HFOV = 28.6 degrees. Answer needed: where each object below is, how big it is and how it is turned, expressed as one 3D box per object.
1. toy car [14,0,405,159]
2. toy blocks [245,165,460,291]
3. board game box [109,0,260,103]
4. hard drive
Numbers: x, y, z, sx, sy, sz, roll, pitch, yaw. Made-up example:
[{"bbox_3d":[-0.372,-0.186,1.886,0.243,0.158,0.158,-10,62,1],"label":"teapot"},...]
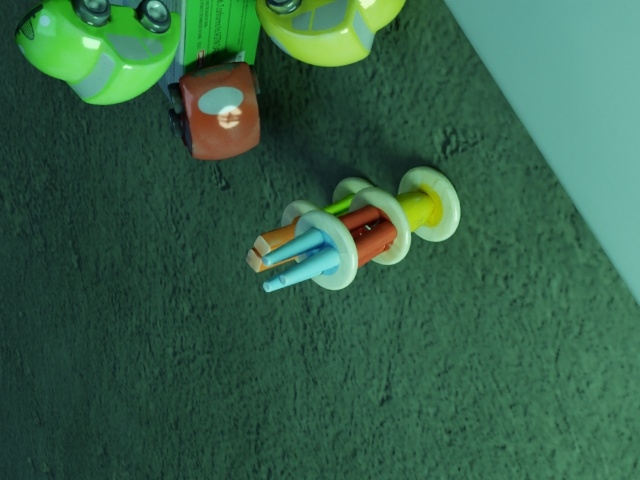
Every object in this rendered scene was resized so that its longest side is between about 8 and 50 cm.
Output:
[{"bbox_3d":[-0.081,-0.108,0.779,0.239,0.225,0.053,-34,66,44],"label":"toy car"},{"bbox_3d":[0.000,0.000,0.818,0.123,0.148,0.054,-7,103,49],"label":"toy blocks"},{"bbox_3d":[-0.147,-0.270,0.847,0.317,0.064,0.242,56,163,12],"label":"board game box"},{"bbox_3d":[0.132,-0.108,0.572,0.353,0.047,0.233,61,167,16],"label":"hard drive"}]
